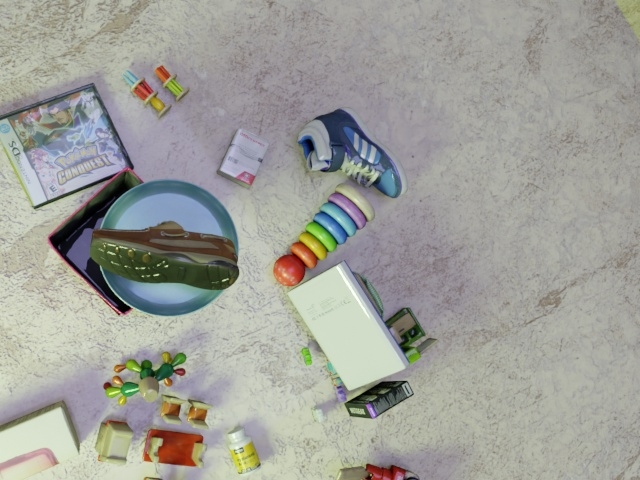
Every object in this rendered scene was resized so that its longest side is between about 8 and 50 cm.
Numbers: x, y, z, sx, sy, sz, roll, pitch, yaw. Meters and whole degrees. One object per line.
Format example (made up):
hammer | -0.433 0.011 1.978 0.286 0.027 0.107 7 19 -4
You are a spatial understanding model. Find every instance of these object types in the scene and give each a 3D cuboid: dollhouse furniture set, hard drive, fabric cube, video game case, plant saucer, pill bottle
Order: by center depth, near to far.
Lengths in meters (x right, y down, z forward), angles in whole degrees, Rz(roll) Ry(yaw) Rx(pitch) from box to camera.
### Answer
plant saucer | -0.348 0.018 1.639 0.318 0.044 0.317 2 83 -18
fabric cube | -0.486 0.013 1.753 0.254 0.258 0.259 47 73 -9
dollhouse furniture set | -0.424 0.521 1.806 0.259 0.135 0.262 17 79 -27
video game case | -0.664 -0.247 1.841 0.275 0.035 0.248 -26 92 -18
pill bottle | -0.205 0.557 1.883 0.065 0.065 0.116 -21 90 -19
hard drive | 0.070 0.231 1.897 0.318 0.210 0.040 58 37 -2
dollhouse furniture set | 0.185 0.181 1.979 0.151 0.197 0.301 -33 95 -16

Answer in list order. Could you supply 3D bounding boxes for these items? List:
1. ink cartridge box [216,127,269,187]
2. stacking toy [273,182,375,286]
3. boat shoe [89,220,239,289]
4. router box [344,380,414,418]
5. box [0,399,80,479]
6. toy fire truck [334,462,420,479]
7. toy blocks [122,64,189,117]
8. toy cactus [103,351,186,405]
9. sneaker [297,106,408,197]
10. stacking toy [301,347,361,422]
ink cartridge box | -0.214 -0.228 1.971 0.099 0.056 0.135 26 77 -14
stacking toy | 0.000 0.000 1.984 0.141 0.141 0.330 44 79 -9
boat shoe | -0.339 0.023 1.570 0.324 0.122 0.120 13 50 -19
router box | 0.153 0.424 1.901 0.133 0.179 0.046 -25 87 -20
box | -0.704 0.489 1.687 0.232 0.148 0.126 -21 91 -18
toy fire truck | 0.137 0.710 1.943 0.246 0.158 0.217 21 78 -2
toy blocks | -0.447 -0.423 1.920 0.148 0.054 0.123 45 74 -8
toy cactus | -0.434 0.358 1.781 0.219 0.180 0.112 -14 109 -14
sneaker | 0.072 -0.210 2.001 0.236 0.130 0.322 -35 87 -33
stacking toy | 0.044 0.388 1.993 0.167 0.052 0.221 -11 86 -20
